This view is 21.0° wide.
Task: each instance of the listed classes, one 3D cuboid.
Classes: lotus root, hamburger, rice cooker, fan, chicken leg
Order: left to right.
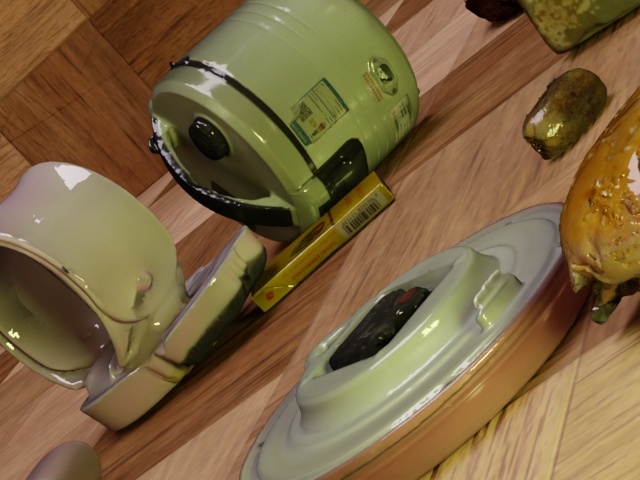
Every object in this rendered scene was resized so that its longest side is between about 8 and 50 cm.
[{"bbox_3d":[-0.227,0.224,1.314,0.130,0.074,0.244,-39,9,20],"label":"fan"},{"bbox_3d":[-0.037,-0.121,1.702,0.244,0.226,0.226,-45,10,-23],"label":"rice cooker"},{"bbox_3d":[0.204,-0.288,1.914,0.105,0.063,0.234,-44,10,17],"label":"chicken leg"},{"bbox_3d":[0.176,-0.095,1.222,0.030,0.037,0.083,-23,21,53],"label":"lotus root"},{"bbox_3d":[0.152,-0.017,0.815,0.102,0.087,0.176,-37,13,22],"label":"hamburger"}]

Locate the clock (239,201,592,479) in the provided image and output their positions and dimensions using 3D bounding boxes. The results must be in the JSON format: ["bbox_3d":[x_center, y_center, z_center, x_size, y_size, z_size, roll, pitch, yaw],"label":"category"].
[{"bbox_3d":[0.050,0.063,0.966,0.244,0.056,0.244,-41,9,8],"label":"clock"}]

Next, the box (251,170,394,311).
[{"bbox_3d":[0.000,0.000,1.559,0.155,0.023,0.087,-41,12,5],"label":"box"}]

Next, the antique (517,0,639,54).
[{"bbox_3d":[0.277,-0.274,1.388,0.284,0.150,0.125,-22,25,42],"label":"antique"}]

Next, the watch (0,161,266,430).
[{"bbox_3d":[-0.192,0.026,1.568,0.196,0.231,0.244,-50,6,-35],"label":"watch"}]
